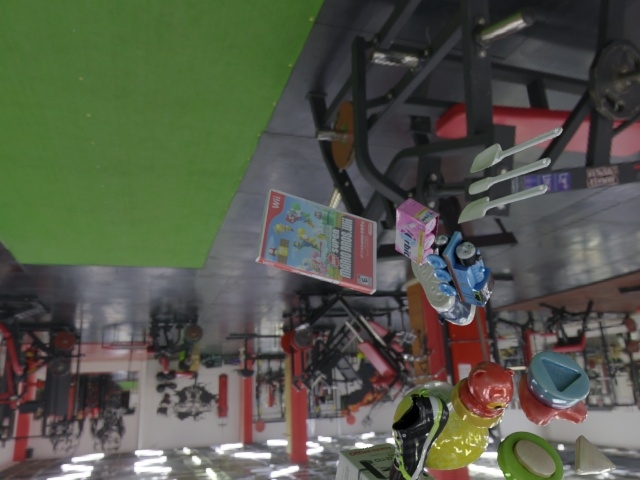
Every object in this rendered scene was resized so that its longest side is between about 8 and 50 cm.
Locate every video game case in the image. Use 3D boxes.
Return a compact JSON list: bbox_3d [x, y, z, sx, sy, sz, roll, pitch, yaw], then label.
[{"bbox_3d":[0.000,0.000,1.199,0.285,0.204,0.025,17,142,-16],"label":"video game case"}]

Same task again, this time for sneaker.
[{"bbox_3d":[0.455,0.157,1.859,0.130,0.322,0.236,-33,134,25],"label":"sneaker"},{"bbox_3d":[0.188,0.429,1.119,0.097,0.234,0.084,25,-178,-16],"label":"sneaker"}]

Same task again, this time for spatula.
[{"bbox_3d":[0.357,-0.129,0.992,0.019,0.168,0.242,27,163,-14],"label":"spatula"}]

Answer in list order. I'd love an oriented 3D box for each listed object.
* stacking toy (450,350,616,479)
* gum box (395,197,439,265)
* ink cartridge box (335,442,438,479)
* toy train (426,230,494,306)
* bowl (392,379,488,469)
[{"bbox_3d":[0.473,0.365,1.091,0.309,0.279,0.130,-6,132,-17],"label":"stacking toy"},{"bbox_3d":[0.282,-0.019,1.518,0.062,0.107,0.188,-37,144,-25],"label":"gum box"},{"bbox_3d":[0.195,0.690,1.429,0.197,0.114,0.273,4,-174,-32],"label":"ink cartridge box"},{"bbox_3d":[0.290,0.058,1.055,0.105,0.080,0.184,12,147,38],"label":"toy train"},{"bbox_3d":[0.354,0.517,1.539,0.289,0.156,0.289,-7,-157,3],"label":"bowl"}]
